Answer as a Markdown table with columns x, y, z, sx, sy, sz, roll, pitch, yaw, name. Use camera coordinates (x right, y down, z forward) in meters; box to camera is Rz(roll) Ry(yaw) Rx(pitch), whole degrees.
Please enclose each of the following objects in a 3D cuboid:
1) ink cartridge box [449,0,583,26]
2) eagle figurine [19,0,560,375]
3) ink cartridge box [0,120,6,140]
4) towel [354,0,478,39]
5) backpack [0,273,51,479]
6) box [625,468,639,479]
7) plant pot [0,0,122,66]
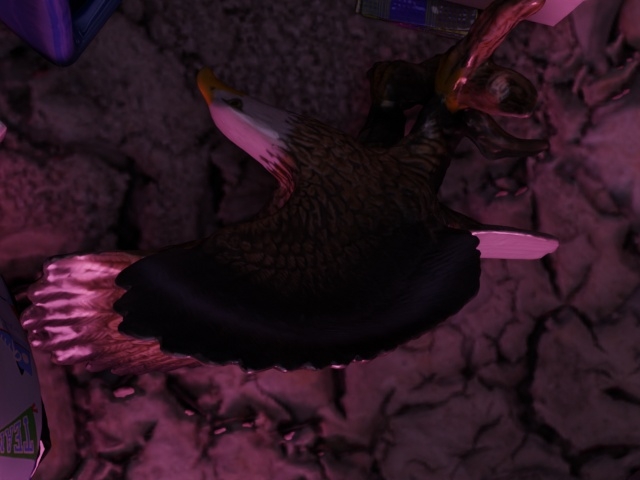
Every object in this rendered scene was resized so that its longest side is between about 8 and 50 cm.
| x | y | z | sx | sy | sz | roll | pitch | yaw | name |
| --- | --- | --- | --- | --- | --- | --- | --- | --- | --- |
| 0.122 | -0.202 | 0.962 | 0.143 | 0.090 | 0.092 | 12 | 76 | -13 | ink cartridge box |
| -0.009 | -0.006 | 0.890 | 0.225 | 0.226 | 0.298 | 28 | 65 | 24 | eagle figurine |
| -0.241 | -0.044 | 0.886 | 0.060 | 0.104 | 0.180 | 42 | 83 | -10 | ink cartridge box |
| 0.068 | -0.169 | 1.000 | 0.083 | 0.009 | 0.060 | 11 | 90 | -13 | towel |
| -0.274 | 0.078 | 0.713 | 0.263 | 0.213 | 0.276 | -31 | 60 | -4 | backpack |
| 0.300 | 0.217 | 1.046 | 0.145 | 0.038 | 0.186 | -34 | 99 | -9 | box |
| -0.164 | -0.263 | 0.839 | 0.212 | 0.236 | 0.236 | 35 | 83 | -4 | plant pot |
